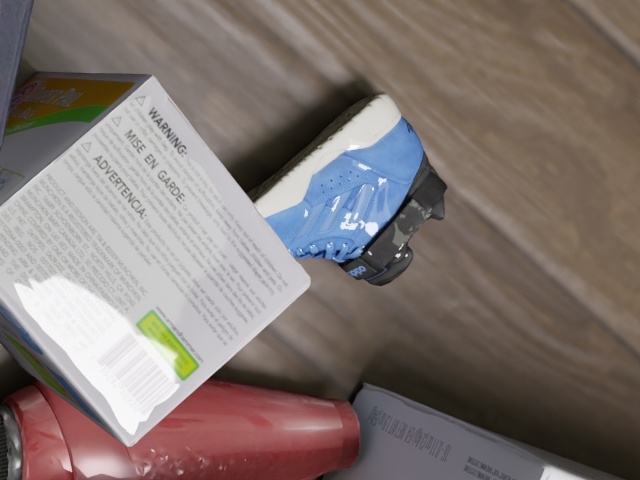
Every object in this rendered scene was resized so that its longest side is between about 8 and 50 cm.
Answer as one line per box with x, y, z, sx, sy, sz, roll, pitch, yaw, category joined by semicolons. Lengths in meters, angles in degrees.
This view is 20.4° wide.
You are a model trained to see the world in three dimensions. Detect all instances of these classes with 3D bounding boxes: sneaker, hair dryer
0.000;0.000;0.910;0.152;0.058;0.084;-40;101;-20;sneaker
-0.106;0.165;0.896;0.293;0.080;0.223;-38;125;-8;hair dryer

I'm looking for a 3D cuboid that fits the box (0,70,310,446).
-0.108;-0.001;0.787;0.103;0.203;0.114;-42;108;-13;box

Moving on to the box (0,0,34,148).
-0.232;-0.082;0.651;0.179;0.343;0.312;13;92;-24;box

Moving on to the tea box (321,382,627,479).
0.141;0.288;0.918;0.329;0.220;0.323;22;87;-23;tea box
